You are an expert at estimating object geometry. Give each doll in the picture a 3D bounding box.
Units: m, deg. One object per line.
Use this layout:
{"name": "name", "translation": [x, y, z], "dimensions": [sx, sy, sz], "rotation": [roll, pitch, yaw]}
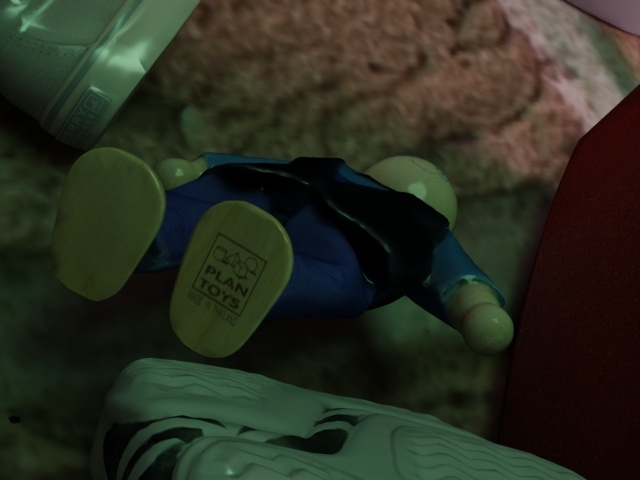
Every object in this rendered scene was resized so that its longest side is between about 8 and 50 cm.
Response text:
{"name": "doll", "translation": [0.000, 0.000, 0.516], "dimensions": [0.129, 0.046, 0.189], "rotation": [24, 13, 18]}

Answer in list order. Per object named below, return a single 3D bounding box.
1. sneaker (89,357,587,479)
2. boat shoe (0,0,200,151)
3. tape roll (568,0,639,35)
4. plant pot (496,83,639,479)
{"name": "sneaker", "translation": [0.015, 0.167, 0.338], "dimensions": [0.137, 0.210, 0.366], "rotation": [16, 11, -30]}
{"name": "boat shoe", "translation": [-0.066, -0.103, 0.582], "dimensions": [0.063, 0.066, 0.184], "rotation": [35, 49, -11]}
{"name": "tape roll", "translation": [0.141, -0.200, 0.833], "dimensions": [0.219, 0.072, 0.219], "rotation": [23, 41, -22]}
{"name": "plant pot", "translation": [0.200, 0.062, 0.506], "dimensions": [0.267, 0.267, 0.236], "rotation": [40, 51, -3]}
